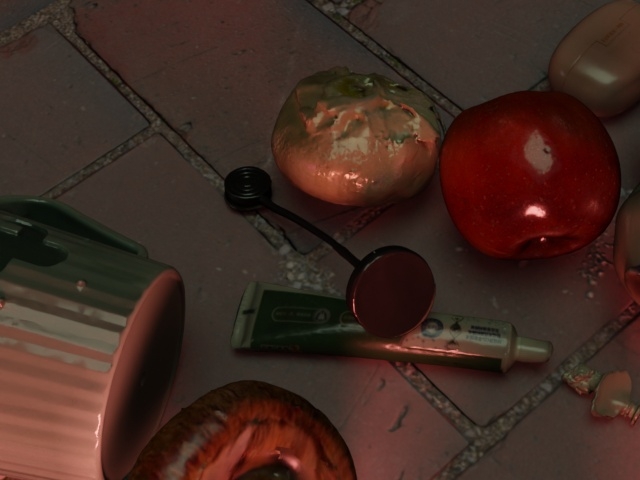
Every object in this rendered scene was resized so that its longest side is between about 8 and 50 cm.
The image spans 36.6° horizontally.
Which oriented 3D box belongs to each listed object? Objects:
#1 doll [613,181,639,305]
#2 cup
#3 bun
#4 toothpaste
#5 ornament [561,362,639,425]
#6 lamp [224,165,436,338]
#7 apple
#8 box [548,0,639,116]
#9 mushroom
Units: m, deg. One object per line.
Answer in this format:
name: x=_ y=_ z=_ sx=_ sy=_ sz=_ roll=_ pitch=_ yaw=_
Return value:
doll: x=0.482 y=-0.052 z=1.179 sx=0.215 sy=0.226 sz=0.370 roll=34 pitch=72 yaw=-10
cup: x=-0.368 y=0.074 z=1.111 sx=0.392 sy=0.310 sz=0.401 roll=13 pitch=61 yaw=7
bun: x=0.051 y=-0.146 z=1.284 sx=0.239 sy=0.141 sz=0.239 roll=1 pitch=39 yaw=-1
toothpaste: x=0.085 y=0.115 z=1.187 sx=0.392 sy=0.061 sz=0.098 roll=6 pitch=58 yaw=12
ornament: x=0.335 y=0.178 z=1.133 sx=0.068 sy=0.041 sz=0.092 roll=-23 pitch=57 yaw=-13
lamp: x=-0.003 y=-0.026 z=1.220 sx=0.130 sy=0.108 sz=0.371 roll=-26 pitch=47 yaw=-17
apple: x=0.258 y=-0.079 z=1.203 sx=0.218 sy=0.218 sz=0.201 roll=-10 pitch=78 yaw=-2
box: x=0.420 y=-0.262 z=1.387 sx=0.146 sy=0.088 sz=0.200 roll=36 pitch=65 yaw=26
mushroom: x=-0.085 y=0.302 z=0.993 sx=0.263 sy=0.195 sz=0.283 roll=10 pitch=54 yaw=-33
